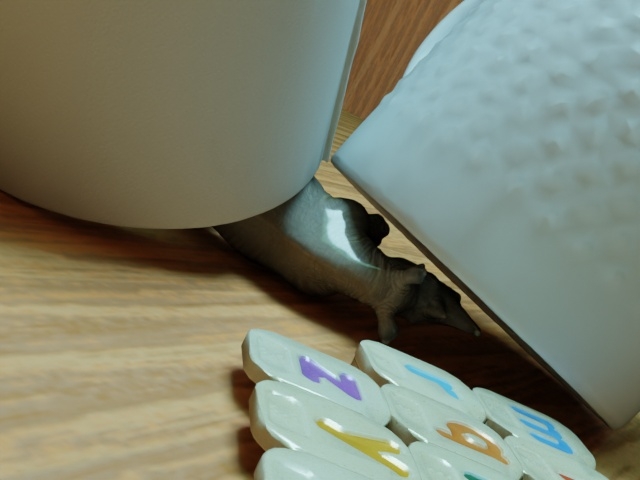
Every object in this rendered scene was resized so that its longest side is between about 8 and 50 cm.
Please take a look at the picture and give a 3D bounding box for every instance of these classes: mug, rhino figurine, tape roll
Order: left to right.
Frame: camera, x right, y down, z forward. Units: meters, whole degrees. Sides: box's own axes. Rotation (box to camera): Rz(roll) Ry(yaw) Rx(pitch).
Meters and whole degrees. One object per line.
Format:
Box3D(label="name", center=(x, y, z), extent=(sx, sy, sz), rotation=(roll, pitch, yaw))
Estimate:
Box3D(label="tape roll", center=(-0.099, -0.145, 0.534), extent=(0.246, 0.169, 0.246), rotation=(9, 36, -7))
Box3D(label="rhino figurine", center=(0.000, 0.000, 0.596), extent=(0.243, 0.073, 0.106), rotation=(33, 8, 22))
Box3D(label="mug", center=(0.197, -0.103, 0.674), extent=(0.276, 0.328, 0.374), rotation=(42, 4, -38))

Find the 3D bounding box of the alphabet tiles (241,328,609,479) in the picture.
Box3D(label="alphabet tiles", center=(0.094, 0.124, 0.375), extent=(0.278, 0.021, 0.284), rotation=(24, 11, -13))
